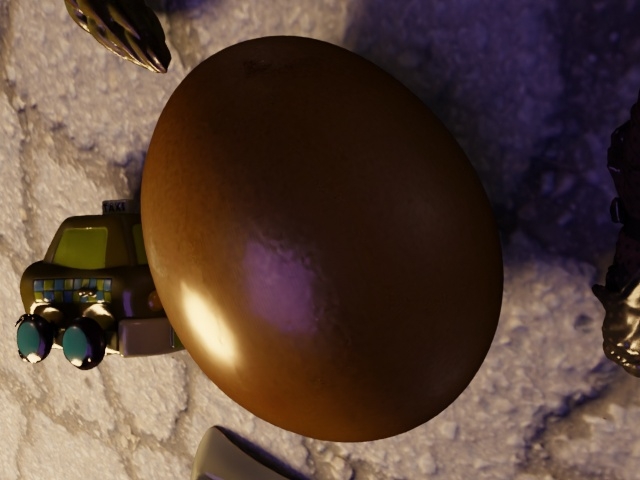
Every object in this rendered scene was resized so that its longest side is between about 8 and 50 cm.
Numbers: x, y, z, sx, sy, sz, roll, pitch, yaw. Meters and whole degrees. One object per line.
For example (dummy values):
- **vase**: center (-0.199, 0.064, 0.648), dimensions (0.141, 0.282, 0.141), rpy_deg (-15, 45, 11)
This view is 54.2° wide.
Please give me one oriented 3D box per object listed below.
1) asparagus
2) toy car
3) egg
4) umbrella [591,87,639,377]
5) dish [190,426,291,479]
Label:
- **asparagus**: center (-0.250, -0.275, 0.671), dimensions (0.287, 0.080, 0.080), rpy_deg (46, 128, 13)
- **toy car**: center (-0.259, 0.047, 0.793), dimensions (0.248, 0.204, 0.198), rpy_deg (-2, 89, 29)
- **egg**: center (0.000, 0.000, 0.533), dimensions (0.283, 0.283, 0.351), rpy_deg (-20, 96, 36)
- **umbrella**: center (0.267, -0.037, 0.482), dimensions (0.094, 0.090, 0.325), rpy_deg (9, 117, 30)
- **dish**: center (-0.110, 0.392, 0.924), dimensions (0.213, 0.077, 0.151), rpy_deg (26, 124, 16)
